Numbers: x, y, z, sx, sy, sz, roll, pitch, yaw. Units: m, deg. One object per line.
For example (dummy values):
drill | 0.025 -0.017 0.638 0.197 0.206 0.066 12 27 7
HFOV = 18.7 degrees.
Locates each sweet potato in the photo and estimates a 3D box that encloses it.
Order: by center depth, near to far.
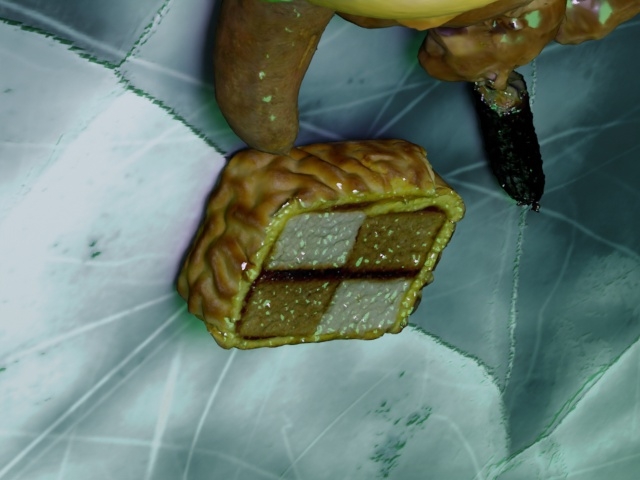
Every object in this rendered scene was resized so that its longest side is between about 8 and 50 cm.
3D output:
sweet potato | -0.008 -0.212 1.396 0.092 0.114 0.341 -9 143 -32

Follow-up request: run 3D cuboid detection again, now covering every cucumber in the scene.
cucumber | 0.169 -0.089 1.719 0.053 0.053 0.181 -35 143 -10

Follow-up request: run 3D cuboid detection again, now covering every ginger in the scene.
ginger | 0.170 -0.249 1.501 0.357 0.152 0.274 -20 156 -26

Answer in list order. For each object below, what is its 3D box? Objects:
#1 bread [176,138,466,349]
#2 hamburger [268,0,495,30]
bread | 0.000 0.000 1.614 0.222 0.096 0.181 -4 127 -36
hamburger | 0.014 -0.324 1.100 0.277 0.396 0.395 9 119 -47
